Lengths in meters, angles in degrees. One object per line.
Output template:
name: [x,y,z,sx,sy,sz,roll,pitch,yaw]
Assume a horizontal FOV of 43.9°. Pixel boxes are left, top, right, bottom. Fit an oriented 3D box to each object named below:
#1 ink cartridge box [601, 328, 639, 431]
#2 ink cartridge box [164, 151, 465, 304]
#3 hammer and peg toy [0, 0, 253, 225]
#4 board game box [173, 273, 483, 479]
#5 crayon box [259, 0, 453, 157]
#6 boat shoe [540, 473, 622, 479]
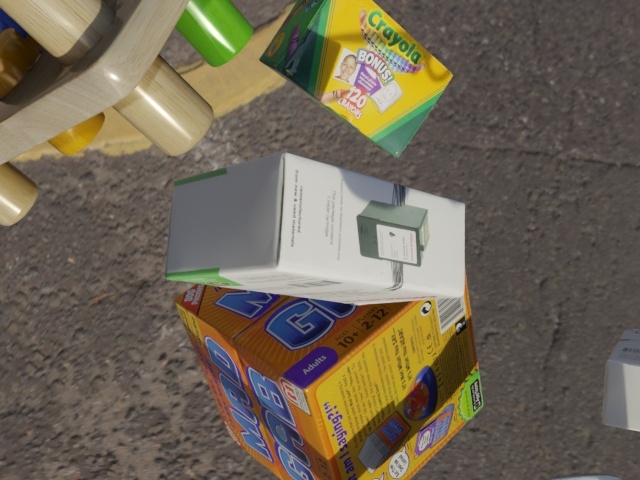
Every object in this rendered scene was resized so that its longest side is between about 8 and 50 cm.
ink cartridge box: [0.602,0.240,1.353,0.273,0.197,0.114,-13,106,-62]
ink cartridge box: [0.000,0.000,0.920,0.289,0.211,0.122,11,77,-42]
hammer and peg toy: [-0.137,-0.185,0.538,0.127,0.266,0.361,44,48,-32]
board game box: [0.026,0.204,1.409,0.356,0.356,0.357,-36,130,-28]
crayon box: [0.062,-0.269,1.235,0.278,0.081,0.165,30,96,-39]
boat shoe: [0.301,0.426,1.178,0.320,0.118,0.103,-15,64,-2]
